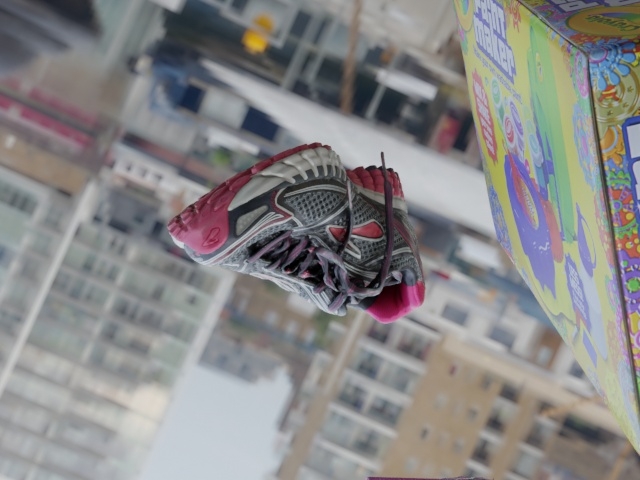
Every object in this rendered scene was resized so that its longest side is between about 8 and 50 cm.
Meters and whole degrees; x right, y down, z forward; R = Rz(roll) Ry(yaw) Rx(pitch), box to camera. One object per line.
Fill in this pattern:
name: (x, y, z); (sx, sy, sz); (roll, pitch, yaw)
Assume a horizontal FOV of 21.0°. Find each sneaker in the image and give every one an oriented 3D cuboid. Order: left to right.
sneaker: (0.000, 0.000, 1.317); (0.299, 0.121, 0.112); (4, -119, -59)

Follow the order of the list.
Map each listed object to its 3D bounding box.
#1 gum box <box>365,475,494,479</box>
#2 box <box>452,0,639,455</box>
gum box: (0.085, 0.266, 1.296); (0.107, 0.188, 0.062); (4, 148, -20)
box: (0.227, -0.065, 0.784); (0.279, 0.177, 0.290); (-13, -161, -2)
